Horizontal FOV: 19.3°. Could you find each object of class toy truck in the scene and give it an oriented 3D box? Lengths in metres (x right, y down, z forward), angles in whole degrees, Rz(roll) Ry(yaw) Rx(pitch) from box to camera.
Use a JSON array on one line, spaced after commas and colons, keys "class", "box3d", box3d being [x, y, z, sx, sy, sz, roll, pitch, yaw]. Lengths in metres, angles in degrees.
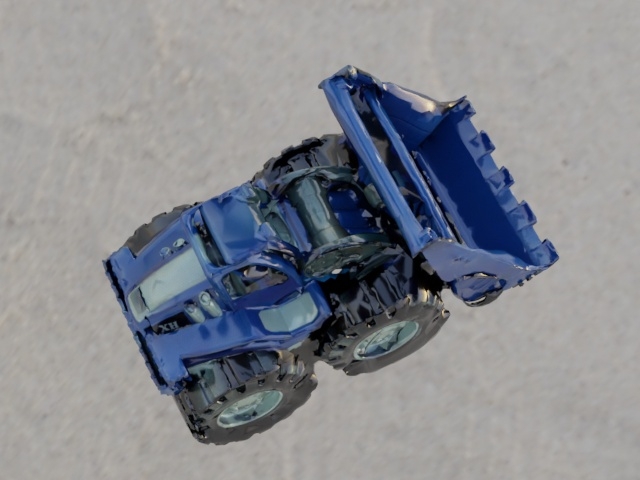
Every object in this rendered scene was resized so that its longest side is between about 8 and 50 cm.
[{"class": "toy truck", "box3d": [0.000, 0.000, 0.931, 0.208, 0.126, 0.113, -27, 64, -1]}]
